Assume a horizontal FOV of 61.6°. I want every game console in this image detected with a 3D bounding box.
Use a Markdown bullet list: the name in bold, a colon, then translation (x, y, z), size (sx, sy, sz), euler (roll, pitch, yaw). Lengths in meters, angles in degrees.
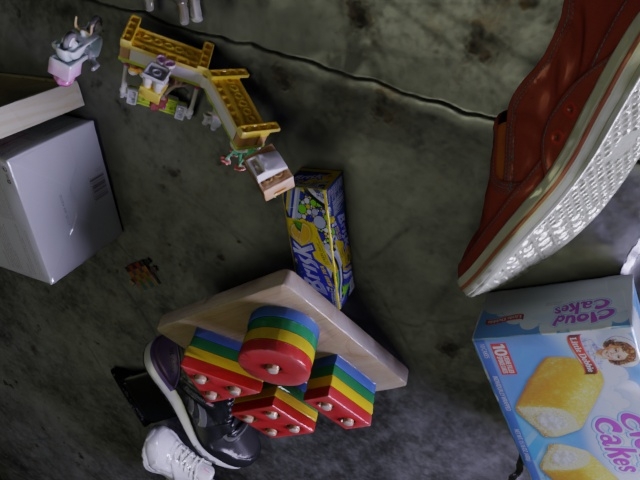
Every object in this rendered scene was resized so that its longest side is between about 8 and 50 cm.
- **game console**: translation (-0.354, 0.305, 1.081), size (0.107, 0.071, 0.122), euler (19, 134, 56)

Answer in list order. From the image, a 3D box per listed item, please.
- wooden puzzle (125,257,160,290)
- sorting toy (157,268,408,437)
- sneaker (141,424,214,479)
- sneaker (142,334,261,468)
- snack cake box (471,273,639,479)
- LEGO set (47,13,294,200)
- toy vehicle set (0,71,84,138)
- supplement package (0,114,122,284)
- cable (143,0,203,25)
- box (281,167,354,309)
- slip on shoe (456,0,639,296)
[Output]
- **wooden puzzle**: translation (-0.293, 0.057, 0.886), size (0.083, 0.006, 0.049), euler (-18, 110, 36)
- **sorting toy**: translation (-0.061, 0.176, 0.727), size (0.257, 0.089, 0.255), euler (-22, 128, 36)
- **sneaker**: translation (-0.275, 0.455, 1.097), size (0.115, 0.090, 0.232), euler (-3, 130, 22)
- **sneaker**: translation (-0.172, 0.267, 0.899), size (0.124, 0.107, 0.283), euler (-25, 106, 32)
- **snack cake box**: translation (0.289, 0.176, 0.592), size (0.152, 0.089, 0.264), euler (-12, 114, 35)
- **LEGO set**: translation (-0.147, -0.139, 0.606), size (0.287, 0.132, 0.107), euler (33, 139, -3)
- **toy vehicle set**: translation (-0.459, -0.153, 0.666), size (0.166, 0.267, 0.035), euler (13, 125, 23)
- **supplement package**: translation (-0.434, -0.076, 0.780), size (0.203, 0.149, 0.194), euler (14, 126, 20)
- **cable**: translation (-0.162, -0.366, 0.521), size (0.140, 0.072, 0.287), euler (25, 119, 34)
- **box**: translation (0.000, 0.000, 0.656), size (0.059, 0.054, 0.168), euler (7, 123, 24)
- **slip on shoe**: translation (0.200, -0.073, 0.475), size (0.101, 0.123, 0.331), euler (52, 145, 33)
